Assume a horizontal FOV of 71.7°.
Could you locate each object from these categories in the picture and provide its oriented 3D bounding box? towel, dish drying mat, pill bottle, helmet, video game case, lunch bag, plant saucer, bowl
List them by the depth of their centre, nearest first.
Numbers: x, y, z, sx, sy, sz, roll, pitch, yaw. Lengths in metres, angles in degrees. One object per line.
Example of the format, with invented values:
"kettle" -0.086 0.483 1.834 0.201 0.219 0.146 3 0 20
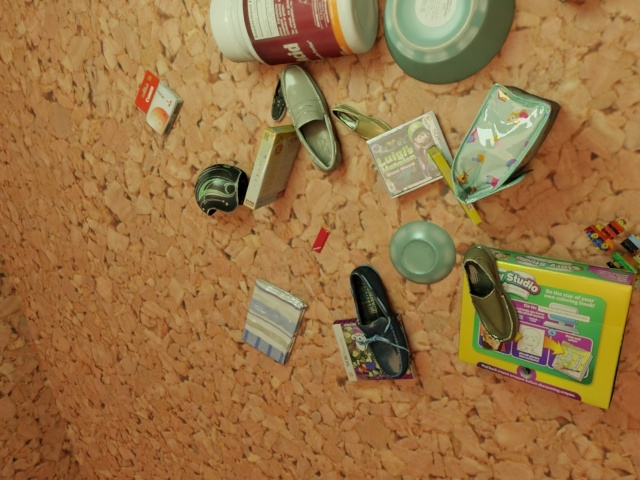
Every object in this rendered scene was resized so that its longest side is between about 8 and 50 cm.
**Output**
"lunch bag" 0.413 -0.207 1.012 0.160 0.223 0.262 32 119 21
"bowl" 0.271 -0.522 1.015 0.311 0.163 0.312 9 111 24
"pill bottle" -0.069 -0.573 1.129 0.392 0.224 0.224 4 108 25
"video game case" 0.241 -0.224 1.177 0.190 0.022 0.173 -22 101 18
"plant saucer" 0.285 0.041 1.266 0.194 0.037 0.195 8 109 24
"dish drying mat" 0.000 0.000 1.409 0.032 0.008 0.083 32 118 14
"video game case" 0.171 0.346 1.419 0.232 0.042 0.210 -11 101 28
"helmet" -0.324 -0.162 1.428 0.161 0.169 0.169 4 109 8
"towel" -0.174 0.292 1.578 0.209 0.034 0.285 27 117 17

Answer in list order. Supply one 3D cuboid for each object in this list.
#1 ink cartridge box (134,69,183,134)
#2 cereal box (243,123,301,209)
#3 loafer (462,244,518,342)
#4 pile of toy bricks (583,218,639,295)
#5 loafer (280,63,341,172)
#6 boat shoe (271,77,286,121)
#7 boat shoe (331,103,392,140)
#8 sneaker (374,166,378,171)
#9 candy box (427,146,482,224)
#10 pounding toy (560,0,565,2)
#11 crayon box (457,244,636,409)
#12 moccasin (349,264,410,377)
"ink cartridge box" -0.567 -0.473 1.513 0.179 0.045 0.145 40 119 6
"cereal box" -0.137 -0.219 1.310 0.047 0.173 0.240 29 116 15
"loafer" 0.401 0.138 1.080 0.094 0.087 0.251 -23 88 43
"pile of toy bricks" 0.731 0.022 1.015 0.105 0.118 0.212 -36 75 -7
"loafer" -0.025 -0.342 1.238 0.112 0.111 0.320 -25 97 8
"boat shoe" -0.121 -0.422 1.310 0.049 0.040 0.142 28 117 15
"boat shoe" 0.111 -0.312 1.213 0.190 0.072 0.068 29 117 15
"sneaker" 0.202 -0.195 1.227 0.098 0.038 0.069 -25 94 31
"candy box" 0.338 -0.140 1.118 0.027 0.105 0.206 -33 103 13
"pounding toy" 0.489 -0.636 0.873 0.154 0.154 0.270 -28 93 31
"crayon box" 0.544 0.201 1.111 0.362 0.106 0.313 12 111 37
"moccasin" 0.151 0.245 1.310 0.137 0.117 0.342 -29 77 26
